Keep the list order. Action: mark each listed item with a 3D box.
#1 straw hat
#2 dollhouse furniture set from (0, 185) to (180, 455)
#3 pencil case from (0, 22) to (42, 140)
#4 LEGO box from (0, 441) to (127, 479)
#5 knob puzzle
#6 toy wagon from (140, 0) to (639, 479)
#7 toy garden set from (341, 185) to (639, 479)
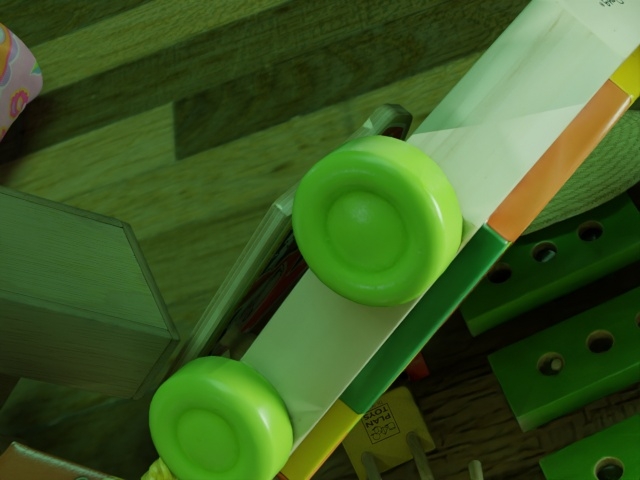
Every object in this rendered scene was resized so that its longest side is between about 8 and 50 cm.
[{"bbox_3d":[0.117,-0.062,0.785,0.144,0.061,0.144,-23,22,10],"label":"straw hat"},{"bbox_3d":[-0.211,0.091,0.718,0.242,0.161,0.212,-55,40,22],"label":"dollhouse furniture set"},{"bbox_3d":[-0.310,-0.041,0.982,0.124,0.124,0.284,7,57,31],"label":"pencil case"},{"bbox_3d":[-0.004,0.303,0.416,0.500,0.193,0.372,10,42,33],"label":"LEGO box"},{"bbox_3d":[0.000,0.000,0.775,0.030,0.213,0.213,39,73,7],"label":"knob puzzle"},{"bbox_3d":[0.029,0.017,0.623,0.068,0.344,0.267,40,35,7],"label":"toy wagon"},{"bbox_3d":[0.112,0.108,0.690,0.203,0.049,0.244,-25,46,3],"label":"toy garden set"}]
